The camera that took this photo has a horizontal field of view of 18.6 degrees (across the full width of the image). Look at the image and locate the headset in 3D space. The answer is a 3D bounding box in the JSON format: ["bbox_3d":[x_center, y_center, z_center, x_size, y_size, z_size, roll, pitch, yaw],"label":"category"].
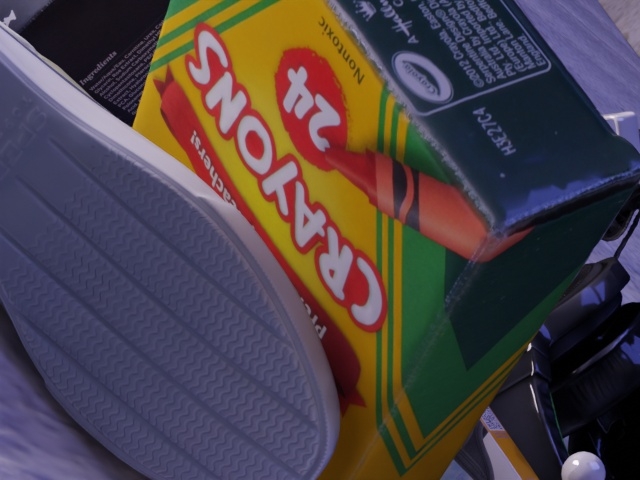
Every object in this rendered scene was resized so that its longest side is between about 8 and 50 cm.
[{"bbox_3d":[0.210,0.088,1.255,0.243,0.185,0.394,41,30,-28],"label":"headset"}]

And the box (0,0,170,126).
[{"bbox_3d":[-0.118,-0.153,1.107,0.158,0.093,0.156,28,27,-48],"label":"box"}]

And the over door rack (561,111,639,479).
[{"bbox_3d":[0.163,0.074,1.073,0.239,0.108,0.324,-13,74,-44],"label":"over door rack"}]

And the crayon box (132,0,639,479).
[{"bbox_3d":[0.000,0.000,0.864,0.081,0.318,0.202,-22,64,-29],"label":"crayon box"}]

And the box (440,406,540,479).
[{"bbox_3d":[0.063,0.125,0.975,0.136,0.081,0.028,56,18,23],"label":"box"}]

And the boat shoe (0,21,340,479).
[{"bbox_3d":[-0.100,-0.015,0.830,0.302,0.109,0.094,47,14,3],"label":"boat shoe"}]
